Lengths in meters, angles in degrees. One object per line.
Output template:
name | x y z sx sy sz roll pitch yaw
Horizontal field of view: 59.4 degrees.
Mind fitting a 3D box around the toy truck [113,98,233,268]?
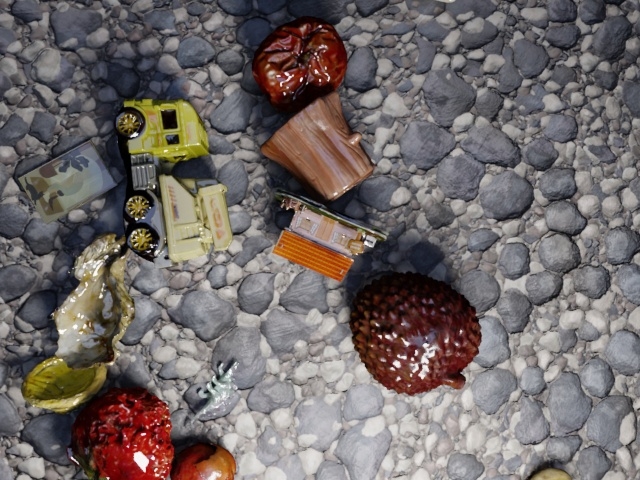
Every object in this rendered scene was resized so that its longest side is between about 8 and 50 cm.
toy truck | -0.355 -0.139 1.363 0.254 0.180 0.404 -8 88 -5

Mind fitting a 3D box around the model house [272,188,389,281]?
model house | -0.001 0.000 1.384 0.294 0.207 0.153 23 87 -4

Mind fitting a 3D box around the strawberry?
strawberry | -0.440 0.461 1.297 0.220 0.274 0.274 -33 91 -46

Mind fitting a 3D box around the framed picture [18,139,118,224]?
framed picture | -0.634 -0.147 1.414 0.201 0.010 0.135 -31 90 -7

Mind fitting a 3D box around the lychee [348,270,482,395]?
lychee | 0.228 0.225 1.359 0.306 0.306 0.330 -34 63 -8

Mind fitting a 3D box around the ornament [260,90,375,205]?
ornament | 0.005 -0.214 1.398 0.235 0.221 0.217 -36 94 5

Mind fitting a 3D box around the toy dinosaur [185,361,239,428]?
toy dinosaur | -0.267 0.394 1.408 0.082 0.039 0.209 41 83 -4

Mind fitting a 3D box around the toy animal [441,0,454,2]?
toy animal | 0.293 -0.807 1.514 0.308 0.188 0.266 28 105 -15

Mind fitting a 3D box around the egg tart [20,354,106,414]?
egg tart | -0.601 0.340 1.325 0.192 0.191 0.074 -2 124 -7

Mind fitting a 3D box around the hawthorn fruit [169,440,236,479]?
hawthorn fruit | -0.290 0.552 1.349 0.172 0.148 0.148 29 83 16

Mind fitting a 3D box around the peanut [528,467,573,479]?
peanut | 0.565 0.704 1.446 0.253 0.122 0.137 -45 102 -5

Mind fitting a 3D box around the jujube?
jujube | -0.049 -0.437 1.412 0.232 0.213 0.212 -33 91 -4

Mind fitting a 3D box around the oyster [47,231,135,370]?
oyster | -0.540 0.140 1.346 0.198 0.133 0.336 -1 80 5
